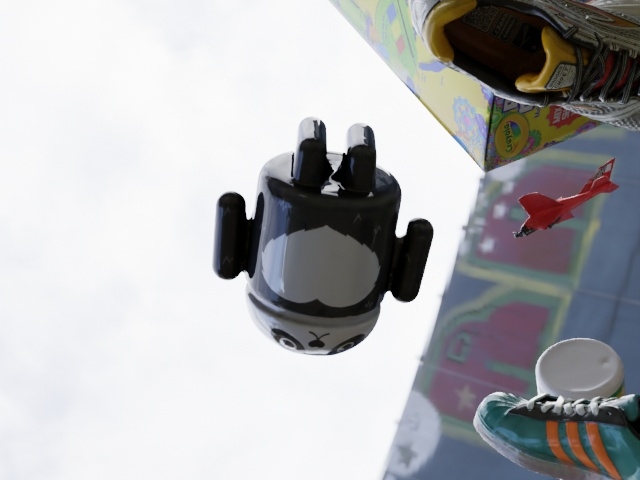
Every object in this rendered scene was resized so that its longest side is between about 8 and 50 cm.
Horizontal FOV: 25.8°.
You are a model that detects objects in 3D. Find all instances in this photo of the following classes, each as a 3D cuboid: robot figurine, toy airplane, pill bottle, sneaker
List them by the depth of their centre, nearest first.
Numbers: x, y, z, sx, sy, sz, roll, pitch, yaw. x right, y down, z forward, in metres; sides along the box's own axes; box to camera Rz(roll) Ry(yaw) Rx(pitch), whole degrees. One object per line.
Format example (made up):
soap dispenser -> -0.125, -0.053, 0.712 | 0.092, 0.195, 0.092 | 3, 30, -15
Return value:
sneaker -> 0.160, -0.109, 0.877 | 0.225, 0.092, 0.088 | 16, -59, -3
sneaker -> 0.320, 0.218, 1.597 | 0.108, 0.302, 0.121 | -14, -61, -55
robot figurine -> 0.002, 0.001, 1.633 | 0.173, 0.209, 0.278 | -21, -52, -48
toy airplane -> 0.294, -0.044, 1.660 | 0.151, 0.151, 0.028 | -9, -119, -37
pill bottle -> 0.360, 0.245, 1.908 | 0.117, 0.117, 0.208 | -37, -47, -28

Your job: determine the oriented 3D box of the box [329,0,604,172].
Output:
box -> 0.150, -0.271, 1.226 | 0.177, 0.279, 0.290 | -22, -37, -20
